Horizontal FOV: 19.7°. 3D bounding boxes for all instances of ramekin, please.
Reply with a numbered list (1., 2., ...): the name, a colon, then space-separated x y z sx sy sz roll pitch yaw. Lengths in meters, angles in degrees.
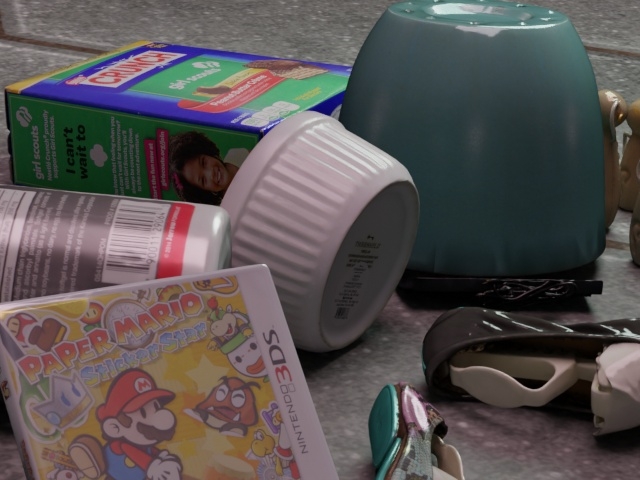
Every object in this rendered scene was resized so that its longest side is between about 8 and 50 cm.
1. ramekin: 0.000 0.000 1.618 0.109 0.207 0.207 25 28 23

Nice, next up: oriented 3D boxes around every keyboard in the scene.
1. keyboard: 0.171 0.054 1.757 0.192 0.038 0.100 0 -2 -9

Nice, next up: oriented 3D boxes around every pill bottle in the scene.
1. pill bottle: -0.237 0.044 1.476 0.318 0.176 0.176 6 21 2

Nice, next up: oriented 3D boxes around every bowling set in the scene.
1. bowling set: 0.357 -0.093 1.988 0.199 0.154 0.287 -8 25 -30

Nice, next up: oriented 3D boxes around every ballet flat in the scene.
1. ballet flat: 0.215 0.115 1.526 0.280 0.095 0.096 2 29 22
2. ballet flat: 0.071 0.175 1.366 0.079 0.077 0.221 24 21 -3

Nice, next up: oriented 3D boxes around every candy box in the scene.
1. candy box: -0.133 -0.121 1.981 0.317 0.122 0.268 9 21 26

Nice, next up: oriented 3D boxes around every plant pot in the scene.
1. plant pot: 0.153 -0.117 1.860 0.293 0.235 0.293 3 16 -1

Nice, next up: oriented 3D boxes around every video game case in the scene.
1. video game case: -0.108 0.127 1.314 0.227 0.026 0.206 -9 69 -30
